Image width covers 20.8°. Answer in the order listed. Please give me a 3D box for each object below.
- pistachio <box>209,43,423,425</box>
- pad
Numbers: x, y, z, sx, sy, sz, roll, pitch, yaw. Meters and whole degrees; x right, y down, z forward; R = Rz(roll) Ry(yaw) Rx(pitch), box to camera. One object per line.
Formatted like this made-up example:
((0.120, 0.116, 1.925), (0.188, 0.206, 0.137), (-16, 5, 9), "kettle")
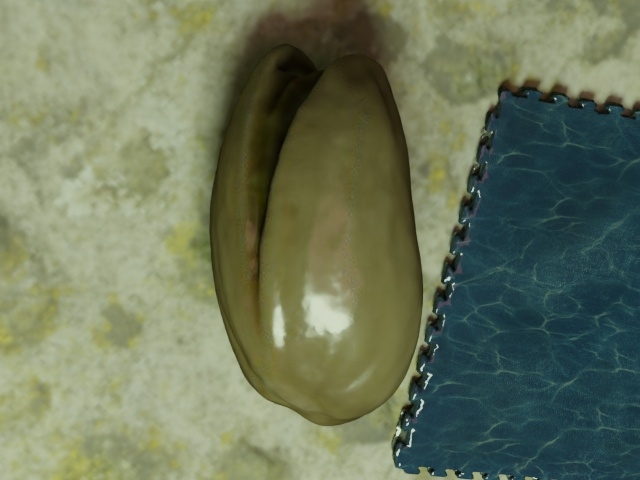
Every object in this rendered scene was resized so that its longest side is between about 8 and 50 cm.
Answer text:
((0.000, 0.000, 1.010), (0.135, 0.136, 0.226), (-5, 103, -19), "pistachio")
((0.196, 0.044, 1.154), (0.269, 0.012, 0.269), (7, 105, -22), "pad")
